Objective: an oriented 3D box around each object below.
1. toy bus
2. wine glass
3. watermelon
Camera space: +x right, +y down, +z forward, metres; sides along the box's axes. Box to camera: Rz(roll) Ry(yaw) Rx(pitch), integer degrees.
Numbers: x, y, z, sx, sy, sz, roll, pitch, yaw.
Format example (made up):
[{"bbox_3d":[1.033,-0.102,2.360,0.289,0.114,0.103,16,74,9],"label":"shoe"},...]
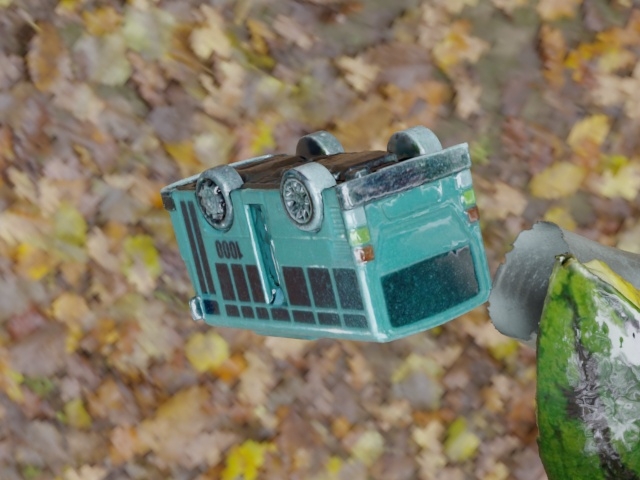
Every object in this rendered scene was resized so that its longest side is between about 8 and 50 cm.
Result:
[{"bbox_3d":[0.000,0.000,1.431,0.128,0.256,0.147,-19,101,-33],"label":"toy bus"},{"bbox_3d":[0.222,0.068,1.281,0.222,0.103,0.103,25,97,-22],"label":"wine glass"},{"bbox_3d":[0.198,0.109,1.071,0.123,0.129,0.301,-17,148,25],"label":"watermelon"}]
